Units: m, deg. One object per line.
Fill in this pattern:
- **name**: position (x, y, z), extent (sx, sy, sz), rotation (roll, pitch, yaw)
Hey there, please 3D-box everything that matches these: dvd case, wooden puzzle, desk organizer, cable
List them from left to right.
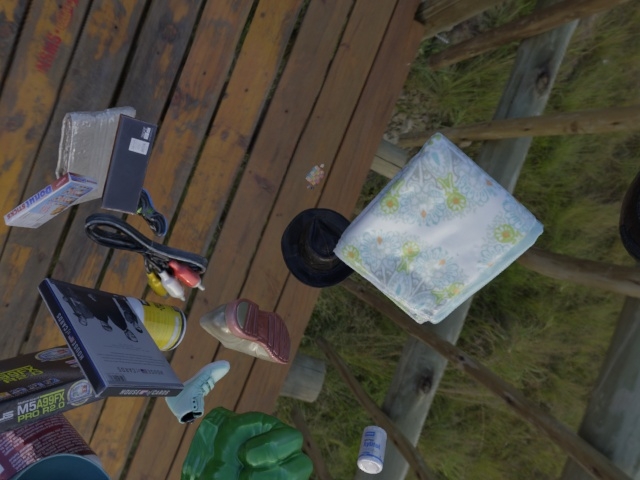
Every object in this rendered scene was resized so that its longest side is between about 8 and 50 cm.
- **dvd case**: position (-0.350, 0.166, 0.802), extent (0.029, 0.239, 0.179), rotation (-47, 152, 3)
- **desk organizer**: position (-0.271, -0.108, 0.667), extent (0.047, 0.050, 0.130), rotation (12, 104, -30)
- **cable**: position (-0.334, 0.038, 0.954), extent (0.140, 0.072, 0.287), rotation (-16, 147, 13)
- **wooden puzzle**: position (-0.015, -0.187, 1.374), extent (0.083, 0.006, 0.049), rotation (-52, 136, 4)

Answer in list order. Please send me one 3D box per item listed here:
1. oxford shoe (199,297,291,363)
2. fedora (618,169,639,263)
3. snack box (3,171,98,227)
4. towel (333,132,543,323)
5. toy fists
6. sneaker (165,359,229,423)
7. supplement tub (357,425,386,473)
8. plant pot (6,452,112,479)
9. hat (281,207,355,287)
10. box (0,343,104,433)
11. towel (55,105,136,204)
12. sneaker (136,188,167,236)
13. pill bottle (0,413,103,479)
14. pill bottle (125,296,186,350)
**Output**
- **oxford shoe**: position (-0.213, 0.286, 1.462), extent (0.147, 0.140, 0.397), rotation (-12, 144, 20)
- **fedora**: position (0.610, -0.056, 0.668), extent (0.152, 0.334, 0.334), rotation (37, 88, -13)
- **snack box**: position (-0.509, -0.073, 0.898), extent (0.178, 0.064, 0.022), rotation (-27, 75, 17)
- **towel**: position (0.258, -0.006, 1.097), extent (0.320, 0.090, 0.374), rotation (39, 115, -8)
- **toy fists**: position (-0.099, 0.328, 0.511), extent (0.142, 0.096, 0.279), rotation (14, 77, 16)
- **sneaker**: position (-0.419, 0.554, 1.721), extent (0.256, 0.151, 0.094), rotation (-32, 137, -17)
- **supplement tub**: position (0.145, 0.584, 1.326), extent (0.071, 0.107, 0.071), rotation (7, 126, 10)
- **plant pot**: position (-0.546, 0.577, 0.885), extent (0.195, 0.290, 0.290), rotation (-26, 110, 15)
- **hat**: position (0.000, 0.000, 1.750), extent (0.331, 0.134, 0.331), rotation (-1, 65, 2)
- **box**: position (-0.567, 0.282, 0.927), extent (0.270, 0.216, 0.060), rotation (-6, 100, -54)
- **towel**: position (-0.590, -0.222, 1.247), extent (0.049, 0.187, 0.282), rotation (39, 125, 14)
- **sneaker**: position (-0.560, -0.086, 1.521), extent (0.067, 0.078, 0.188), rotation (-38, 83, 26)
- **pill bottle**: position (-0.690, 0.565, 1.166), extent (0.392, 0.224, 0.224), rotation (36, 88, 22)
- **pill bottle**: position (-0.386, 0.177, 1.012), extent (0.103, 0.103, 0.184), rotation (-60, 145, 1)
